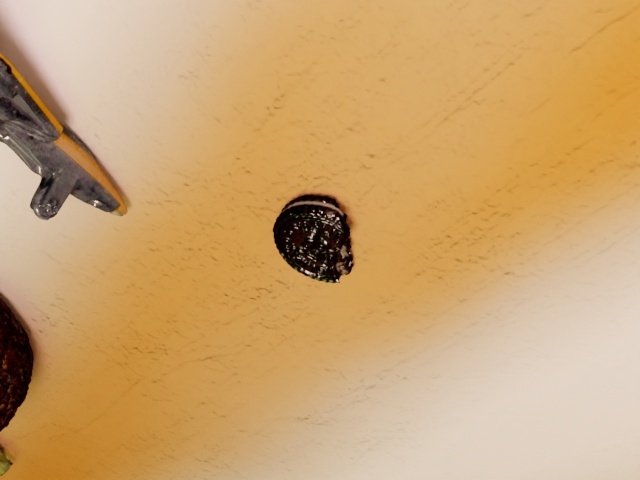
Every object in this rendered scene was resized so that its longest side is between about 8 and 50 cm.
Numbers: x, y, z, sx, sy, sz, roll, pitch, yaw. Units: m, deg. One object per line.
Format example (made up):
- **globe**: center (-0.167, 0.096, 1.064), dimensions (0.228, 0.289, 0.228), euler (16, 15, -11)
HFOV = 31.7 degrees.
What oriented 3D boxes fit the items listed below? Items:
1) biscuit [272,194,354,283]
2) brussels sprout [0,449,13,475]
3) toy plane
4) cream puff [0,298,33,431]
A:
- **biscuit**: center (0.000, 0.000, 0.983), dimensions (0.089, 0.027, 0.087), euler (42, 136, -18)
- **brussels sprout**: center (-0.440, 0.276, 1.446), dimensions (0.085, 0.058, 0.085), euler (-4, 161, -1)
- **toy plane**: center (-0.286, -0.107, 0.949), dimensions (0.204, 0.103, 0.316), euler (-9, 130, 45)
- **cream puff**: center (-0.436, 0.135, 1.218), dimensions (0.239, 0.165, 0.239), euler (11, 134, 11)
